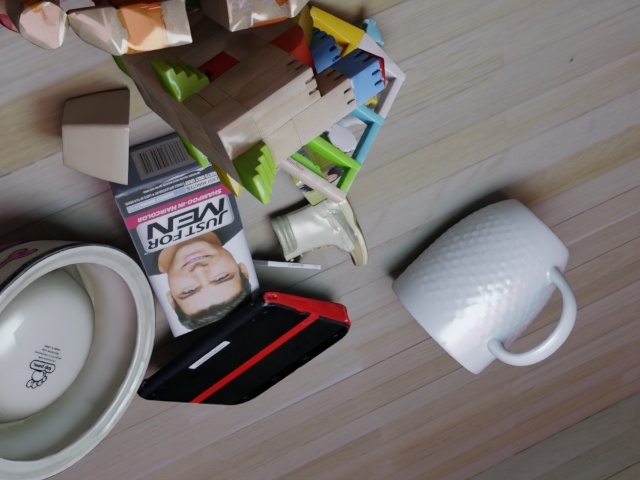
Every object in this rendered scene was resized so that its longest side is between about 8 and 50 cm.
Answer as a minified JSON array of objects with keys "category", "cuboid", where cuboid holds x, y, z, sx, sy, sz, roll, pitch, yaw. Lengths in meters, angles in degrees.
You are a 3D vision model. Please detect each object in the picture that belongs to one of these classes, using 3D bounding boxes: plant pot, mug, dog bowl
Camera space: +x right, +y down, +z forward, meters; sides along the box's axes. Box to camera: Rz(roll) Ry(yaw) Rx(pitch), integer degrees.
[{"category":"plant pot","cuboid":[-0.339,-0.160,1.126,0.096,0.109,0.109,1,131,-14]},{"category":"mug","cuboid":[0.385,0.107,1.594,0.328,0.374,0.276,-45,132,8]},{"category":"dog bowl","cuboid":[-0.467,0.179,1.223,0.408,0.150,0.408,-39,139,-46]}]

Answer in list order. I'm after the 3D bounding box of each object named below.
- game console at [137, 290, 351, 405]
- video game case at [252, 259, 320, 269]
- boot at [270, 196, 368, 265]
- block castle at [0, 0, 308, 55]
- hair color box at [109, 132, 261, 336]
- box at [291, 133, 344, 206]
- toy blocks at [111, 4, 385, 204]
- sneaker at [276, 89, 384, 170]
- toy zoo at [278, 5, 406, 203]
[{"category":"game console","cuboid":[-0.150,0.236,1.580,0.386,0.060,0.342,-38,148,21]},{"category":"video game case","cuboid":[-0.073,0.048,1.498,0.122,0.087,0.011,5,88,-33]},{"category":"boot","cuboid":[0.000,0.000,1.490,0.165,0.077,0.213,-28,134,-3]},{"category":"block castle","cuboid":[-0.186,-0.416,0.883,0.453,0.213,0.303,-19,126,-22]},{"category":"hair color box","cuboid":[-0.233,-0.007,1.323,0.185,0.114,0.374,-21,139,-11]},{"category":"box","cuboid":[-0.003,-0.118,1.296,0.087,0.058,0.232,-28,172,4]},{"category":"toy blocks","cuboid":[-0.092,-0.240,1.025,0.261,0.381,0.191,-38,138,-15]},{"category":"sneaker","cuboid":[-0.032,-0.202,1.268,0.292,0.108,0.169,-4,144,-28]},{"category":"toy zoo","cuboid":[0.016,-0.231,1.165,0.192,0.030,0.293,31,73,-18]}]
